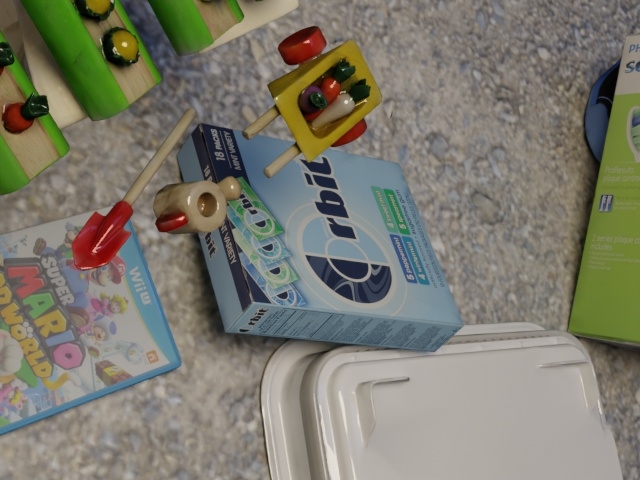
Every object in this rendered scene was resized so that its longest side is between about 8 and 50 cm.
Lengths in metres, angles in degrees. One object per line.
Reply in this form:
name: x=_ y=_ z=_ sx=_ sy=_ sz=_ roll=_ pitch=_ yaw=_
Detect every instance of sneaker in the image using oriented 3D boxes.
sneaker: x=0.339 y=-0.160 z=1.169 sx=0.081 sy=0.090 sz=0.232 roll=47 pitch=52 yaw=-16

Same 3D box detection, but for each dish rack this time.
dish rack: x=0.122 y=0.198 z=0.899 sx=0.333 sy=0.072 sz=0.285 roll=0 pitch=74 yaw=-39

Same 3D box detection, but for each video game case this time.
video game case: x=-0.177 y=0.050 z=0.753 sx=0.166 sy=0.015 sz=0.119 roll=-18 pitch=86 yaw=-40

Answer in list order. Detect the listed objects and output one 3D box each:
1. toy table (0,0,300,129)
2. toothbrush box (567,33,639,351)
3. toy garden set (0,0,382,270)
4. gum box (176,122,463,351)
toy table: x=-0.157 y=-0.160 z=0.710 sx=0.160 sy=0.252 sz=0.274 roll=65 pitch=17 yaw=-14
toothbrush box: x=0.361 y=-0.027 z=1.075 sx=0.206 sy=0.122 sz=0.283 roll=15 pitch=85 yaw=-33
toy garden set: x=-0.069 y=-0.096 z=0.608 sx=0.244 sy=0.049 sz=0.203 roll=-45 pitch=119 yaw=-35
gum box: x=0.000 y=0.000 z=0.856 sx=0.184 sy=0.041 sz=0.157 roll=9 pitch=49 yaw=-36
